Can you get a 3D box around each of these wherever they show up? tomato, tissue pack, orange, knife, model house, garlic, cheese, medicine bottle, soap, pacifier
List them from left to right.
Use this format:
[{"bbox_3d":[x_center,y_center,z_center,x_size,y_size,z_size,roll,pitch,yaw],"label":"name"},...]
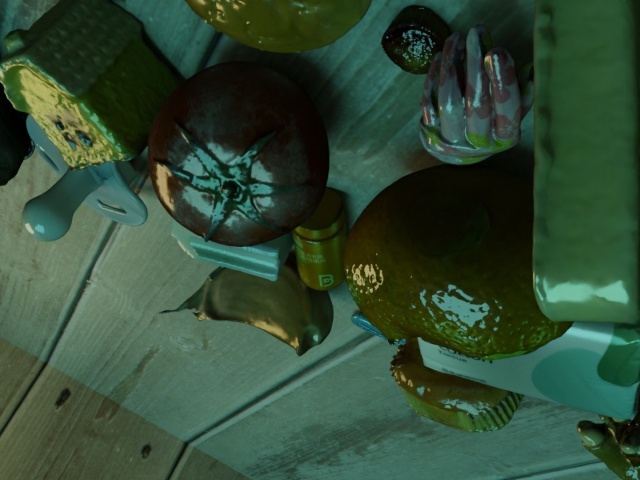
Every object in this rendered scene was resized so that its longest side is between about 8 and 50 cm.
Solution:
[{"bbox_3d":[-0.463,-0.098,1.502,0.244,0.233,0.299,11,144,29],"label":"pacifier"},{"bbox_3d":[-0.348,-0.251,1.237,0.174,0.193,0.234,2,139,35],"label":"model house"},{"bbox_3d":[-0.163,-0.030,1.477,0.230,0.145,0.091,15,138,9],"label":"soap"},{"bbox_3d":[-0.116,-0.129,1.191,0.264,0.265,0.265,19,148,12],"label":"tomato"},{"bbox_3d":[-0.128,0.108,1.607,0.338,0.196,0.151,14,131,24],"label":"garlic"},{"bbox_3d":[0.000,0.000,1.438,0.096,0.096,0.192,17,148,15],"label":"medicine bottle"},{"bbox_3d":[0.162,0.209,1.689,0.222,0.031,0.064,28,152,-2],"label":"knife"},{"bbox_3d":[0.192,0.010,1.126,0.334,0.262,0.196,19,144,34],"label":"orange"},{"bbox_3d":[0.334,0.118,1.274,0.356,0.194,0.266,12,147,23],"label":"tissue pack"},{"bbox_3d":[0.310,-0.127,0.890,0.104,0.384,0.384,-3,138,30],"label":"cheese"}]

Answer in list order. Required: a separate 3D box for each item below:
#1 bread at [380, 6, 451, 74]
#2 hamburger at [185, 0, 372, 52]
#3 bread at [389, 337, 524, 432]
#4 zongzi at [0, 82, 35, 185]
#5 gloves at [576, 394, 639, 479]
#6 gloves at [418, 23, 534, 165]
[{"bbox_3d":[0.118,-0.246,1.029,0.085,0.053,0.085,19,148,12],"label":"bread"},{"bbox_3d":[-0.071,-0.350,0.919,0.318,0.158,0.319,21,148,13],"label":"hamburger"},{"bbox_3d":[0.259,0.251,1.543,0.250,0.179,0.133,15,156,35],"label":"bread"},{"bbox_3d":[-0.600,-0.278,1.404,0.432,0.208,0.403,-17,135,33],"label":"zongzi"},{"bbox_3d":[0.603,0.370,1.486,0.203,0.155,0.356,3,158,44],"label":"gloves"},{"bbox_3d":[0.194,-0.162,0.997,0.145,0.126,0.241,15,174,6],"label":"gloves"}]
